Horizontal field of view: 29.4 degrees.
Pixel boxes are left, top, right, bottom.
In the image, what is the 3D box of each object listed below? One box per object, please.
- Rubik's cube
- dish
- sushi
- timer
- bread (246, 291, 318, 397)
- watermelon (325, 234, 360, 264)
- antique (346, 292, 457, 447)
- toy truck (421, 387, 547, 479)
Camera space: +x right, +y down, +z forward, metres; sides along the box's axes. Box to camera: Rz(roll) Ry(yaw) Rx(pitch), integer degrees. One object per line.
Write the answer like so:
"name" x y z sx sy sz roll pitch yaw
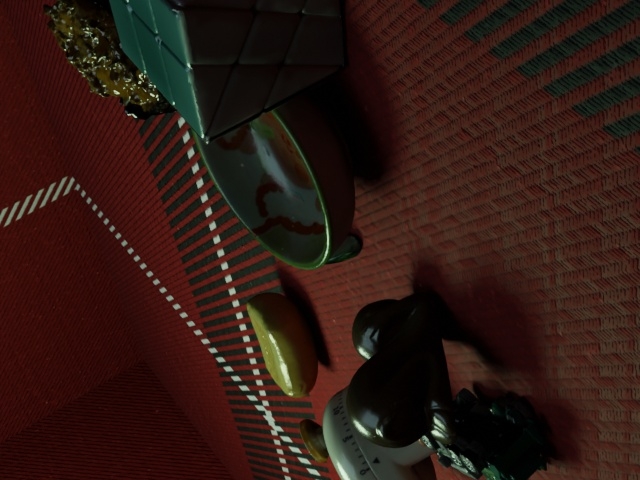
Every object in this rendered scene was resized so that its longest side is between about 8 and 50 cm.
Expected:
"Rubik's cube" -0.123 -0.302 1.516 0.224 0.221 0.231 48 159 33
"dish" -0.046 -0.127 1.728 0.324 0.124 0.324 42 152 29
"sushi" -0.295 -0.308 2.018 0.348 0.207 0.234 37 145 45
"timer" 0.117 0.327 1.981 0.233 0.240 0.233 54 -166 -20
"bread" -0.064 0.195 2.347 0.147 0.098 0.217 42 153 47
"watermelon" 0.005 0.010 1.915 0.155 0.101 0.080 24 130 47
"antique" 0.106 0.177 1.690 0.121 0.143 0.257 77 -172 -46
"toy truck" 0.232 0.287 1.679 0.116 0.110 0.216 52 164 -14
